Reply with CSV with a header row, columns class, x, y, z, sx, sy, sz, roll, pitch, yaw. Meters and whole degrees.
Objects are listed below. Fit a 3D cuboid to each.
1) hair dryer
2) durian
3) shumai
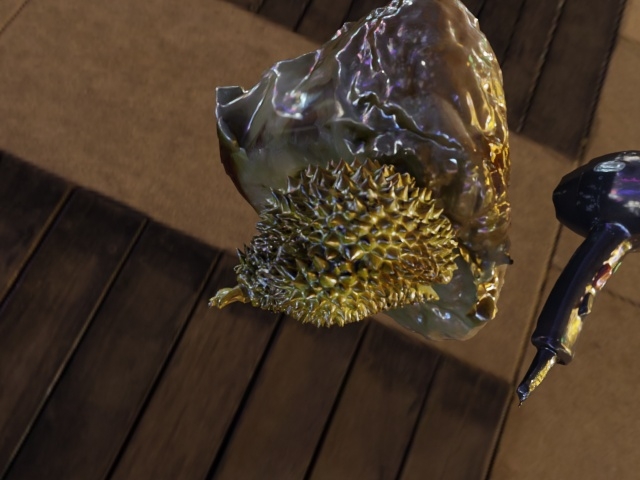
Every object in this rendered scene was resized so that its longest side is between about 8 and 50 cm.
class,x,y,z,sx,sy,sz,roll,pitch,yaw
hair dryer,0.249,0.039,0.885,0.091,0.235,0.271,44,70,-28
durian,0.000,0.000,0.867,0.208,0.102,0.146,-23,62,-1
shumai,0.034,-0.065,1.015,0.283,0.346,0.217,0,29,5
